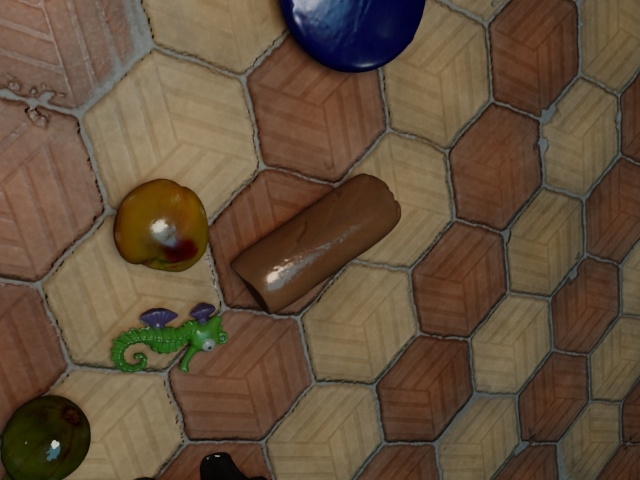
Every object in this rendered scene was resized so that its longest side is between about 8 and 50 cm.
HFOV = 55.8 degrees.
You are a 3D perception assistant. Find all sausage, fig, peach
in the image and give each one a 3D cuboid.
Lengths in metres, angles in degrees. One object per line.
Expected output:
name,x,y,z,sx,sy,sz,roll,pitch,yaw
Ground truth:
sausage,0.001,0.000,1.022,0.304,0.121,0.121,-35,118,-16
fig,-0.437,0.332,0.877,0.236,0.124,0.124,-45,121,1
peach,-0.229,-0.022,0.884,0.138,0.138,0.138,-9,108,-28

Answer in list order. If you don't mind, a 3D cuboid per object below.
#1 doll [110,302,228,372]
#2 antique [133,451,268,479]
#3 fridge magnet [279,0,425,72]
doll,-0.240,0.162,0.974,0.190,0.050,0.115,-3,98,-27
antique,-0.176,0.490,0.987,0.322,0.255,0.185,-9,111,-25
fridge magnet,0.051,-0.398,0.943,0.265,0.112,0.265,-9,108,-28
